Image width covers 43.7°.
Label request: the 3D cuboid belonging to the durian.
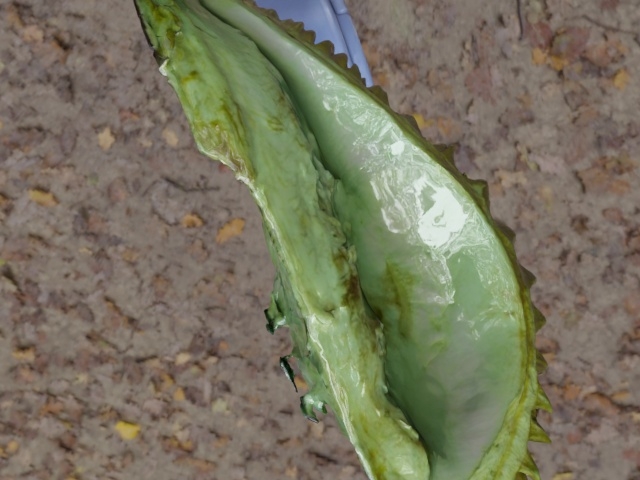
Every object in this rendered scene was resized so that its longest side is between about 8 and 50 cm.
[{"bbox_3d":[-0.007,0.004,0.465,0.163,0.198,0.394,-29,88,40],"label":"durian"}]

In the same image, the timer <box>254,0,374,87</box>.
[{"bbox_3d":[-0.014,-0.182,1.149,0.173,0.395,0.395,-17,123,0],"label":"timer"}]
